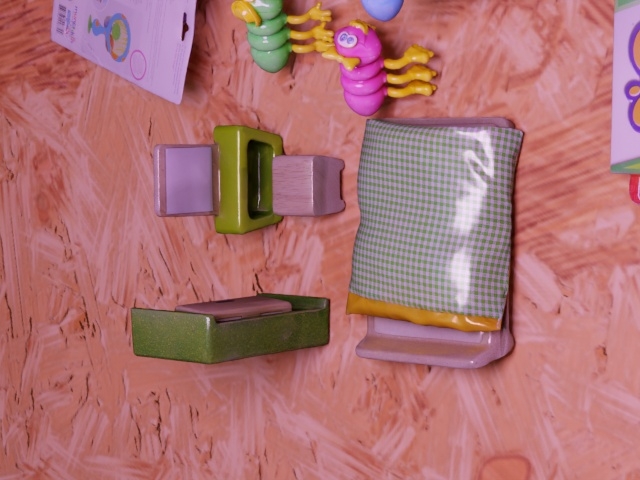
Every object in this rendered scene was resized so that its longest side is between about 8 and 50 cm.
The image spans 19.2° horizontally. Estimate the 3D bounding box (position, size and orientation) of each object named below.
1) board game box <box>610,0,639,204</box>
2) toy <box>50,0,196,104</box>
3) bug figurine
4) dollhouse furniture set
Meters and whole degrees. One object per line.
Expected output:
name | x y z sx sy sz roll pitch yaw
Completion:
board game box | 0.266 -0.151 1.351 0.124 0.039 0.259 5 99 45
toy | -0.167 -0.222 1.744 0.237 0.056 0.137 27 114 45
bug figurine | -0.013 -0.204 1.521 0.279 0.072 0.216 27 146 38
dollhouse furniture set | 0.000 0.000 1.531 0.301 0.151 0.197 2 94 43
